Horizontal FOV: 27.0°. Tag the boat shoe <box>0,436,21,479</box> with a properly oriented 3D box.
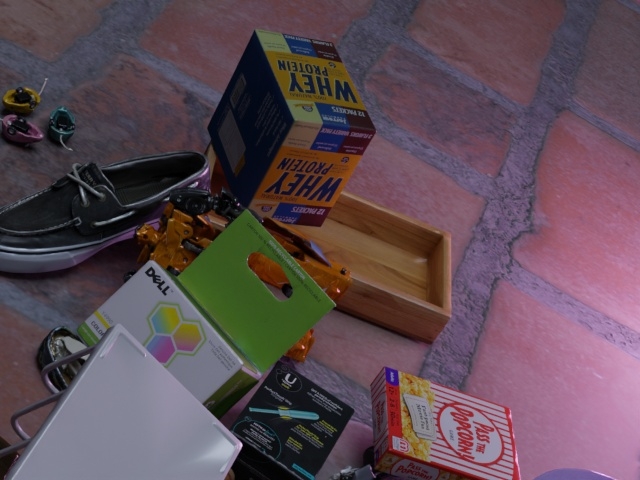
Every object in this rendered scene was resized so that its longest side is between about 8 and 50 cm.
[{"bbox_3d":[-0.413,0.245,1.418,0.302,0.098,0.109,43,28,-14],"label":"boat shoe"}]

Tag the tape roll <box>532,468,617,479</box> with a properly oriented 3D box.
[{"bbox_3d":[0.340,0.416,1.631,0.274,0.090,0.275,18,39,-15],"label":"tape roll"}]

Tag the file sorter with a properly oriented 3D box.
[{"bbox_3d":[-0.250,0.265,1.341,0.193,0.173,0.278,47,46,-19],"label":"file sorter"}]

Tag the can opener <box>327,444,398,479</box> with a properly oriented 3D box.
[{"bbox_3d":[0.101,0.309,1.742,0.283,0.076,0.095,-13,87,-44],"label":"can opener"}]

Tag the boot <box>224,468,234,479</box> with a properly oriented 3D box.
[{"bbox_3d":[-0.198,0.305,1.523,0.197,0.073,0.152,12,41,-11],"label":"boot"}]

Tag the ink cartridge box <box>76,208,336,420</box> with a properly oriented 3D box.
[{"bbox_3d":[-0.141,0.096,1.649,0.189,0.255,0.097,46,0,20],"label":"ink cartridge box"}]

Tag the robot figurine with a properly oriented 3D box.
[{"bbox_3d":[-0.118,0.043,1.789,0.291,0.211,0.085,27,18,-15],"label":"robot figurine"}]

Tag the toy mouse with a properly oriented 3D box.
[{"bbox_3d":[-0.415,-0.166,1.955,0.143,0.031,0.161,41,38,15],"label":"toy mouse"}]

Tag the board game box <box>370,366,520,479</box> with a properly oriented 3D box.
[{"bbox_3d":[0.161,0.256,1.725,0.193,0.045,0.147,20,38,-17],"label":"board game box"}]

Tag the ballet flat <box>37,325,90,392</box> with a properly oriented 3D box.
[{"bbox_3d":[-0.281,0.179,1.613,0.070,0.070,0.188,-19,59,-47],"label":"ballet flat"}]

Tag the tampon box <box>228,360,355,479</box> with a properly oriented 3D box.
[{"bbox_3d":[-0.052,0.253,1.653,0.120,0.101,0.161,34,35,3],"label":"tampon box"}]

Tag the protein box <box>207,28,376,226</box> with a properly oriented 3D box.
[{"bbox_3d":[-0.048,-0.161,1.942,0.136,0.200,0.201,5,44,-30],"label":"protein box"}]

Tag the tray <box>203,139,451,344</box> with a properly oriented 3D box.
[{"bbox_3d":[0.000,0.000,2.016,0.410,0.076,0.203,21,37,-11],"label":"tray"}]

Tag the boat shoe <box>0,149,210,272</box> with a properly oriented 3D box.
[{"bbox_3d":[-0.302,-0.057,1.783,0.335,0.119,0.121,-18,52,-28],"label":"boat shoe"}]
